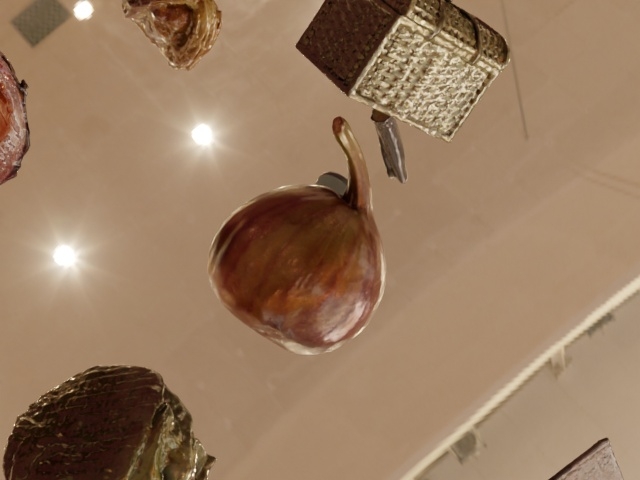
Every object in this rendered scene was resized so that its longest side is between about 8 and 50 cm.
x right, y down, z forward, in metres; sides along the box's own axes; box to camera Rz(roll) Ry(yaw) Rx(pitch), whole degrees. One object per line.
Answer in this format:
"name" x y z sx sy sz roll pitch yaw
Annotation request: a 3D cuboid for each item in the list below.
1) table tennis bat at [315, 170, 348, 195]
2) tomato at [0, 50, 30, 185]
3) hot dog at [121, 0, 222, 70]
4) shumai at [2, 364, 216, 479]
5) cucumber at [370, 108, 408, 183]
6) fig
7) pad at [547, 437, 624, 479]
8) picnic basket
"table tennis bat" 0.033 -0.031 1.509 0.100 0.155 0.019 20 -137 42
"tomato" -0.409 -0.109 1.034 0.112 0.199 0.228 10 -128 32
"hot dog" -0.267 -0.391 1.849 0.114 0.259 0.175 -45 -78 -11
"shumai" -0.187 0.210 0.940 0.184 0.142 0.184 -11 -147 7
"cucumber" 0.097 -0.135 1.424 0.033 0.135 0.034 18 -123 33
"fig" 0.001 0.006 1.013 0.175 0.175 0.207 42 -89 27
"pad" 0.232 0.386 1.206 0.330 0.220 0.004 -36 -142 -7
"picnic basket" 0.106 -0.235 1.241 0.154 0.196 0.134 -57 -135 17
